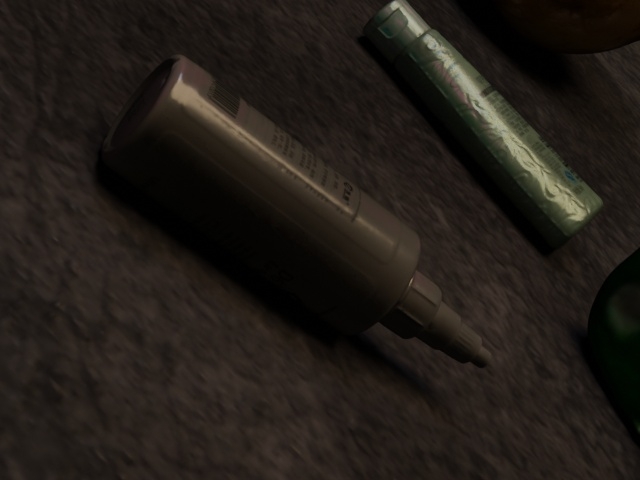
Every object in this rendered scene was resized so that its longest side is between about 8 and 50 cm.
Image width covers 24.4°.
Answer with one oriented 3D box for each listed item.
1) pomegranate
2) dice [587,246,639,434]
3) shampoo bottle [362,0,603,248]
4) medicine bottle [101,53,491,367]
[{"bbox_3d":[0.219,-0.269,1.237,0.248,0.248,0.248,36,25,-20],"label":"pomegranate"},{"bbox_3d":[0.242,0.062,0.847,0.128,0.131,0.120,22,35,-44],"label":"dice"},{"bbox_3d":[0.103,-0.078,0.949,0.191,0.041,0.069,48,29,6],"label":"shampoo bottle"},{"bbox_3d":[0.000,0.000,0.638,0.199,0.057,0.058,36,25,-21],"label":"medicine bottle"}]
